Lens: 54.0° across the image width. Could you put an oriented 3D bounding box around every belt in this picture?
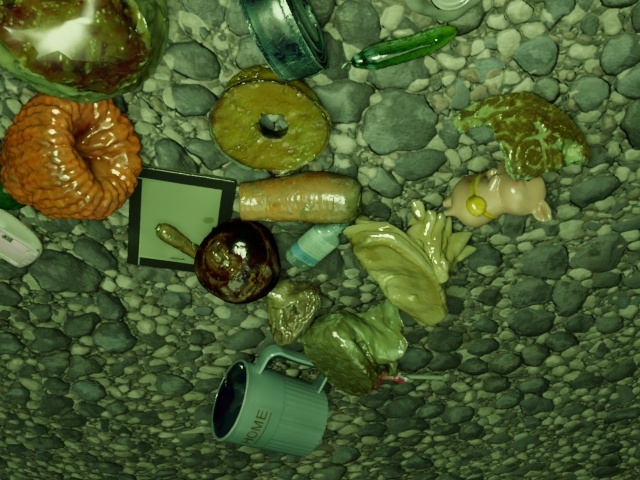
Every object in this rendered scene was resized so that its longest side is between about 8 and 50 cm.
[{"bbox_3d":[-0.069,-0.412,1.197,0.116,0.206,0.267,-17,138,17],"label":"belt"}]

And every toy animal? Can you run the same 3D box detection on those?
[{"bbox_3d":[0.423,-0.108,1.537,0.248,0.165,0.149,-9,138,14],"label":"toy animal"}]

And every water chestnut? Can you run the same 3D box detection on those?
[{"bbox_3d":[-0.206,0.056,1.623,0.224,0.238,0.223,0,91,5],"label":"water chestnut"}]

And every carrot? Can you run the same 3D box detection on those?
[{"bbox_3d":[-0.048,-0.105,1.534,0.302,0.138,0.138,2,133,3],"label":"carrot"},{"bbox_3d":[-0.340,0.031,1.682,0.049,0.049,0.254,-31,129,23],"label":"carrot"}]

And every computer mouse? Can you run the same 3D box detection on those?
[{"bbox_3d":[-0.838,-0.023,1.619,0.126,0.056,0.245,-33,126,24],"label":"computer mouse"}]

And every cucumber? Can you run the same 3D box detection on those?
[{"bbox_3d":[0.165,-0.399,1.324,0.250,0.056,0.056,-13,132,7],"label":"cucumber"}]

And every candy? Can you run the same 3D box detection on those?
[{"bbox_3d":[0.250,0.455,2.100,0.365,0.124,0.124,8,132,-21],"label":"candy"}]

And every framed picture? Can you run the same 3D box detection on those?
[{"bbox_3d":[-0.371,-0.044,1.650,0.265,0.016,0.347,7,131,-10],"label":"framed picture"}]

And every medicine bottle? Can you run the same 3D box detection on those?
[{"bbox_3d":[0.000,0.000,1.683,0.090,0.053,0.208,33,122,-27],"label":"medicine bottle"}]

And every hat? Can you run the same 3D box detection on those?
[{"bbox_3d":[-0.598,-0.189,1.407,0.400,0.285,0.285,3,142,38],"label":"hat"}]

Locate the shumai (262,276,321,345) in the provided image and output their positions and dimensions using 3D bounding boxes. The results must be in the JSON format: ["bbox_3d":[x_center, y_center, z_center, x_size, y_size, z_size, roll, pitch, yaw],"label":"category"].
[{"bbox_3d":[-0.108,0.184,1.785,0.176,0.166,0.206,31,100,-16],"label":"shumai"}]

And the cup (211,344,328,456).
[{"bbox_3d":[-0.152,0.523,2.064,0.311,0.331,0.257,23,161,-24],"label":"cup"}]

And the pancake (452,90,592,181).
[{"bbox_3d":[0.472,-0.230,1.448,0.377,0.054,0.197,20,90,-16],"label":"pancake"}]

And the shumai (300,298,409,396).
[{"bbox_3d":[0.122,0.284,1.881,0.292,0.288,0.330,43,154,-2],"label":"shumai"}]

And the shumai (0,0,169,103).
[{"bbox_3d":[-0.434,-0.388,1.068,0.397,0.323,0.324,27,103,-32],"label":"shumai"}]

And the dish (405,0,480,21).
[{"bbox_3d":[0.251,-0.504,1.221,0.191,0.066,0.190,-2,133,-2],"label":"dish"}]

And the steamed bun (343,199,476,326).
[{"bbox_3d":[0.266,0.042,1.676,0.247,0.189,0.428,-11,136,39],"label":"steamed bun"}]

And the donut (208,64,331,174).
[{"bbox_3d":[-0.111,-0.271,1.400,0.272,0.107,0.272,-2,138,-2],"label":"donut"}]
